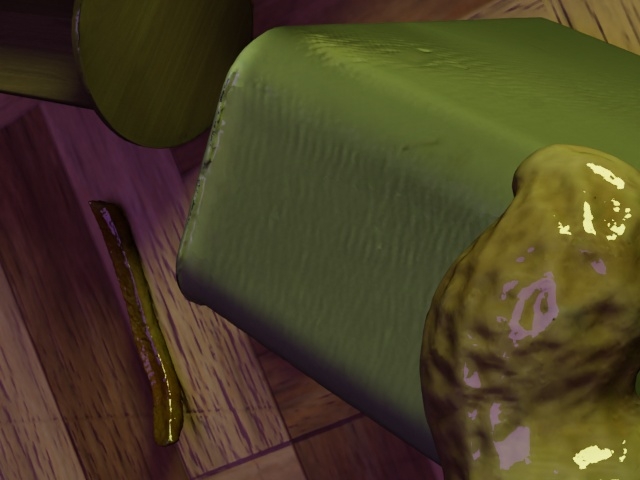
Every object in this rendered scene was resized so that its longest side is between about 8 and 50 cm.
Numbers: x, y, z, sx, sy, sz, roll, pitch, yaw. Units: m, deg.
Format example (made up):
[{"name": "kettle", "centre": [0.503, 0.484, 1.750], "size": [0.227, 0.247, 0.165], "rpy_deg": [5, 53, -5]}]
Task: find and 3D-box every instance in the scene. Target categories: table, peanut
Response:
[{"name": "table", "centre": [-0.189, -0.165, 1.078], "size": [0.227, 0.167, 0.167], "rpy_deg": [13, 106, 38]}, {"name": "peanut", "centre": [0.089, 0.078, 0.546], "size": [0.104, 0.086, 0.227], "rpy_deg": [-2, 95, 29]}]

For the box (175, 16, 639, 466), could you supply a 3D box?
[{"name": "box", "centre": [0.164, 0.018, 0.748], "size": [0.344, 0.352, 0.177], "rpy_deg": [28, 114, 29]}]

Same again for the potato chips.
[{"name": "potato chips", "centre": [-0.143, 0.063, 1.159], "size": [0.026, 0.037, 0.204], "rpy_deg": [-19, 83, 25]}]
